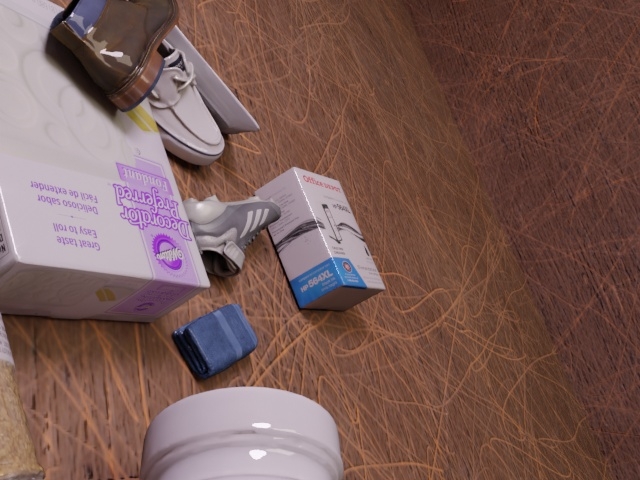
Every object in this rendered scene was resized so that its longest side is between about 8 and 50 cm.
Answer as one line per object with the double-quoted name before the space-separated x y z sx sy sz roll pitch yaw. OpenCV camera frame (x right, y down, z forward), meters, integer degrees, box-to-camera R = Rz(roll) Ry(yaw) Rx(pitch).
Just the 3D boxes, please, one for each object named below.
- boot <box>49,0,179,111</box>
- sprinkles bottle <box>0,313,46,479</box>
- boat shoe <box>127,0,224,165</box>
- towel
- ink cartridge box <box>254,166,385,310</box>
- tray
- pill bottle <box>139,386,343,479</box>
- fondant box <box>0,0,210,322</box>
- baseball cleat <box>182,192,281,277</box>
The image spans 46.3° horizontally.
"boot" -0.216 -0.242 0.796 0.106 0.082 0.219 43 29 -37
"sprinkles bottle" -0.275 0.061 0.501 0.121 0.121 0.355 10 52 -60
"boat shoe" -0.210 -0.217 0.981 0.267 0.088 0.096 51 35 -15
"towel" -0.117 0.114 0.862 0.067 0.029 0.119 60 23 3
"ink cartridge box" 0.000 0.000 1.156 0.148 0.086 0.203 10 54 -60
"tray" -0.201 -0.250 1.063 0.270 0.030 0.145 50 -15 -20
"pill bottle" -0.055 0.303 0.536 0.210 0.210 0.363 40 30 -36
"fondant box" -0.261 -0.089 0.740 0.238 0.096 0.330 15 50 -58
"baseball cleat" -0.113 -0.006 0.987 0.206 0.072 0.109 -4 79 -59
